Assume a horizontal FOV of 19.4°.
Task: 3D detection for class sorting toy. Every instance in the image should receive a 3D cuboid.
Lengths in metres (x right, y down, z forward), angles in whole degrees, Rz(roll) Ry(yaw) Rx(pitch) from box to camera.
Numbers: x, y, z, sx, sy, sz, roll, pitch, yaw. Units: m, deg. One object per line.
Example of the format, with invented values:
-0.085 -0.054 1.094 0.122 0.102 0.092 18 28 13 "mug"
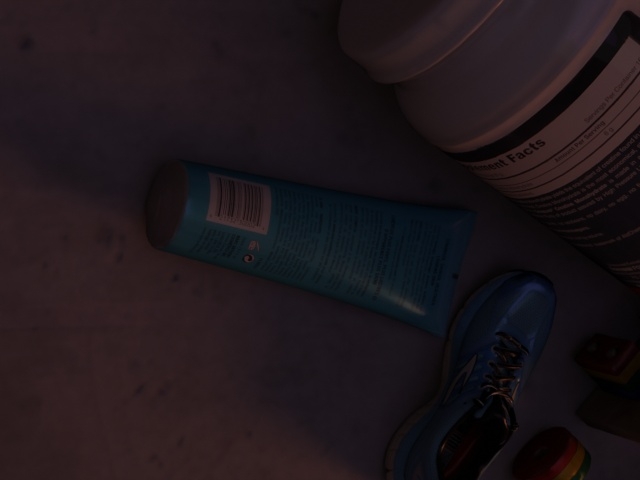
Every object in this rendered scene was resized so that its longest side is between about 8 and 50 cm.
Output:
0.231 0.055 1.159 0.274 0.132 0.046 -47 109 -12 "sorting toy"

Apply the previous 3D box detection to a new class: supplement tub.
0.165 -0.099 1.082 0.272 0.191 0.191 35 82 -22 "supplement tub"

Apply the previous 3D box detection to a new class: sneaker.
0.105 0.095 1.143 0.063 0.073 0.162 29 85 -23 "sneaker"

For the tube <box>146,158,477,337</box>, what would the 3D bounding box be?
0.000 0.000 1.105 0.207 0.052 0.080 14 95 -29 "tube"
